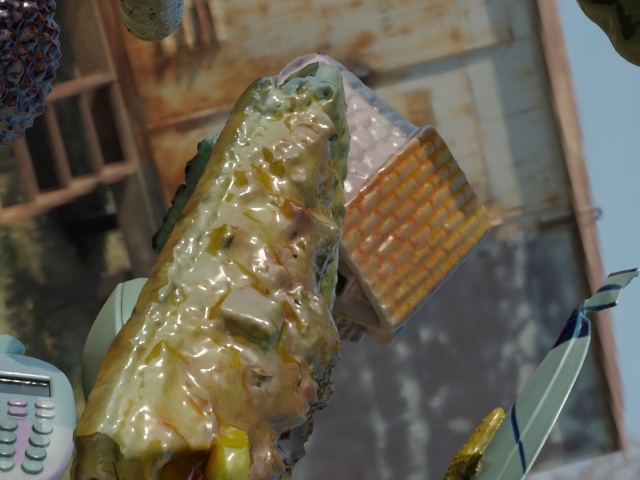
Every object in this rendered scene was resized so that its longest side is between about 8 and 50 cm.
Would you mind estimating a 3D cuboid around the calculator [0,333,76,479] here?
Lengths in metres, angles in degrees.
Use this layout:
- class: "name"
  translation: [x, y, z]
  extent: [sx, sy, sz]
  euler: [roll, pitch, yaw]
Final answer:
- class: "calculator"
  translation: [-0.351, 0.180, 1.451]
  extent: [0.299, 0.186, 0.041]
  euler: [-116, -142, -60]

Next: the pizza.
- class: "pizza"
  translation: [-0.039, 0.085, 0.667]
  extent: [0.257, 0.087, 0.268]
  euler: [100, 6, -45]

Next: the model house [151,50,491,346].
- class: "model house"
  translation: [0.000, 0.000, 1.293]
  extent: [0.237, 0.202, 0.237]
  euler: [38, -47, 8]

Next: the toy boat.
- class: "toy boat"
  translation: [0.113, 0.131, 0.817]
  extent: [0.067, 0.291, 0.220]
  euler: [40, -21, 4]

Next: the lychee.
- class: "lychee"
  translation: [-0.412, -0.199, 1.458]
  extent: [0.264, 0.300, 0.264]
  euler: [40, -2, 2]

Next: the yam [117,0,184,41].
- class: "yam"
  translation: [-0.182, -0.272, 1.473]
  extent: [0.179, 0.078, 0.078]
  euler: [104, -28, -75]

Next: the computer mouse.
- class: "computer mouse"
  translation: [-0.156, 0.121, 1.171]
  extent: [0.288, 0.097, 0.159]
  euler: [-85, 164, -78]

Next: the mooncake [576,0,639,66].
- class: "mooncake"
  translation: [0.392, -0.306, 1.260]
  extent: [0.351, 0.187, 0.351]
  euler: [12, -72, 40]
